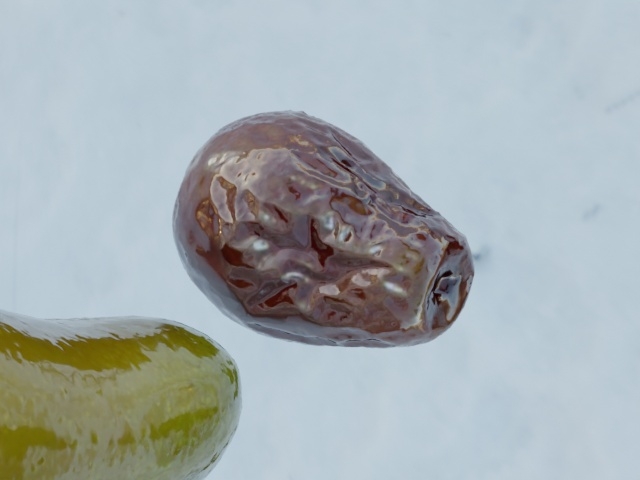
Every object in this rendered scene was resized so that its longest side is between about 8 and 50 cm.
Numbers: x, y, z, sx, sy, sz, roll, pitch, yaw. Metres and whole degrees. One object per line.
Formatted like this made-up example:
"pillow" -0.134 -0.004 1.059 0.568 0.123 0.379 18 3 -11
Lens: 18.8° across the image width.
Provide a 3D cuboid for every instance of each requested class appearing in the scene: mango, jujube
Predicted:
"mango" -0.119 0.056 0.520 0.227 0.136 0.099 -1 71 -47
"jujube" 0.000 0.000 1.627 0.255 0.190 0.190 24 96 29
